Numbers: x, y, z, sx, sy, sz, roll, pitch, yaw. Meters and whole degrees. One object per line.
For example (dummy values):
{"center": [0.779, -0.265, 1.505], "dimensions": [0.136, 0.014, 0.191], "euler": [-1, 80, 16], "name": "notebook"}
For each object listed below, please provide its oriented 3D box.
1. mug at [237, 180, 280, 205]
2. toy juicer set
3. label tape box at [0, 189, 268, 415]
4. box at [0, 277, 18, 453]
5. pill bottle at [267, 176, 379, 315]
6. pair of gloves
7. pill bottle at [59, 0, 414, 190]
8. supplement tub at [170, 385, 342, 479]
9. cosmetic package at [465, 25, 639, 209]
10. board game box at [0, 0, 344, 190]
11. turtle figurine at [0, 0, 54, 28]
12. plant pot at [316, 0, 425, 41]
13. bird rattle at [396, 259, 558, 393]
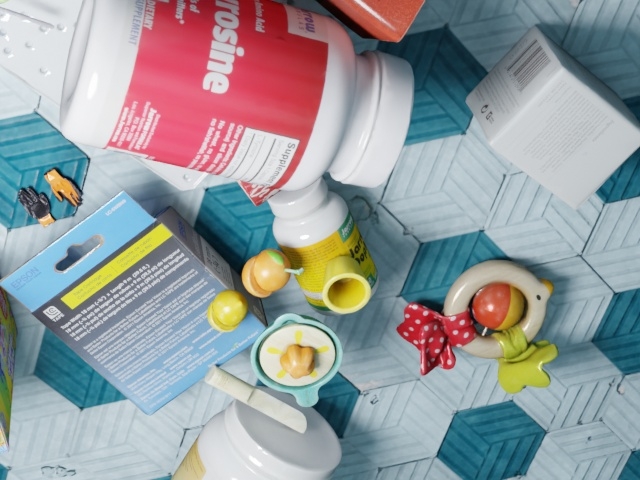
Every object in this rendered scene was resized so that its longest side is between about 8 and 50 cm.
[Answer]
{"center": [-0.041, -0.122, 1.916], "dimensions": [0.169, 0.113, 0.150], "euler": [-37, 137, -3], "name": "mug"}
{"center": [-0.070, 0.157, 1.993], "dimensions": [0.209, 0.089, 0.329], "euler": [12, 121, -14], "name": "toy juicer set"}
{"center": [-0.272, 0.074, 2.027], "dimensions": [0.240, 0.106, 0.334], "euler": [-35, 121, 12], "name": "label tape box"}
{"center": [-0.585, 0.170, 1.924], "dimensions": [0.279, 0.290, 0.177], "euler": [-12, 122, -3], "name": "box"}
{"center": [0.000, 0.000, 2.023], "dimensions": [0.117, 0.118, 0.208], "euler": [-23, 122, 5], "name": "pill bottle"}
{"center": [-0.389, -0.062, 1.980], "dimensions": [0.083, 0.010, 0.074], "euler": [-30, 123, 12], "name": "pair of gloves"}
{"center": [-0.102, -0.191, 1.710], "dimensions": [0.407, 0.229, 0.229], "euler": [12, 119, -18], "name": "pill bottle"}
{"center": [-0.124, 0.411, 2.190], "dimensions": [0.228, 0.228, 0.316], "euler": [22, 116, -22], "name": "supplement tub"}
{"center": [0.333, -0.174, 1.953], "dimensions": [0.183, 0.151, 0.151], "euler": [34, 111, -25], "name": "cosmetic package"}
{"center": [-0.205, -0.308, 1.836], "dimensions": [0.390, 0.050, 0.390], "euler": [35, 111, -27], "name": "board game box"}
{"center": [-0.424, -0.386, 1.682], "dimensions": [0.266, 0.274, 0.198], "euler": [47, 139, 9], "name": "turtle figurine"}
{"center": [0.042, -0.417, 1.670], "dimensions": [0.235, 0.267, 0.267], "euler": [29, 94, -12], "name": "plant pot"}
{"center": [0.259, 0.124, 2.172], "dimensions": [0.253, 0.143, 0.207], "euler": [20, 105, -6], "name": "bird rattle"}
